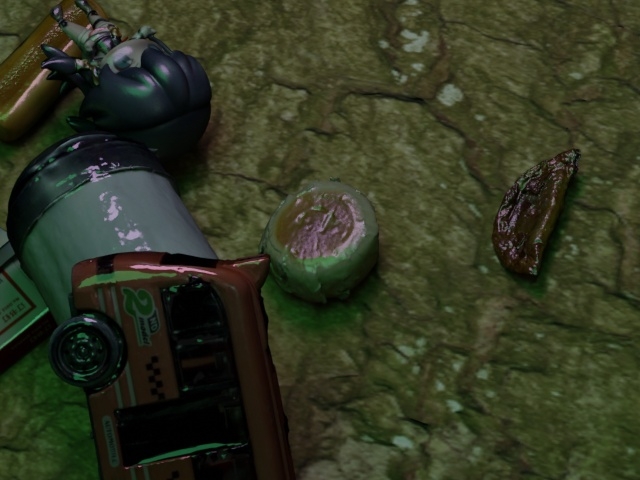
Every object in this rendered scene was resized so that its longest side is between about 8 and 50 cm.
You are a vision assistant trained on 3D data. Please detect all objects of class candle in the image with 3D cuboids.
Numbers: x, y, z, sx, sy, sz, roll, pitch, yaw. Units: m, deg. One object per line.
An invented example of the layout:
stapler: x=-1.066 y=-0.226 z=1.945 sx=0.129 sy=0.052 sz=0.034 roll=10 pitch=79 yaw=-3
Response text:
candle: x=-0.229 y=0.043 z=1.759 sx=0.221 sy=0.221 sz=0.342 roll=-31 pitch=60 yaw=-9

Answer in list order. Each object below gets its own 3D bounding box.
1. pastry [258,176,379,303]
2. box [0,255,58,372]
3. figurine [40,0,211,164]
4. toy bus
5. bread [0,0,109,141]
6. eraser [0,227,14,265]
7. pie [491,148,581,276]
pastry: x=0.000 y=0.000 z=1.820 sx=0.166 sy=0.088 sz=0.165 roll=-5 pitch=55 yaw=8
box: x=-0.444 y=0.123 z=1.850 sx=0.229 sy=0.050 sz=0.123 roll=-39 pitch=59 yaw=-14
figurine: x=-0.258 y=-0.208 z=1.941 sx=0.175 sy=0.197 sz=0.265 roll=-36 pitch=38 yaw=-11
toy bus: x=-0.137 y=0.216 z=1.534 sx=0.233 sy=0.203 sz=0.426 roll=-10 pitch=92 yaw=-2
bread: x=-0.391 y=-0.242 z=2.056 sx=0.093 sy=0.074 sz=0.239 roll=31 pitch=68 yaw=19
eraser: x=-0.466 y=0.014 z=1.906 sx=0.104 sy=0.023 sz=0.150 roll=-43 pitch=37 yaw=-17
pie: x=0.264 y=-0.035 z=1.822 sx=0.088 sy=0.033 sz=0.191 roll=7 pitch=60 yaw=33
